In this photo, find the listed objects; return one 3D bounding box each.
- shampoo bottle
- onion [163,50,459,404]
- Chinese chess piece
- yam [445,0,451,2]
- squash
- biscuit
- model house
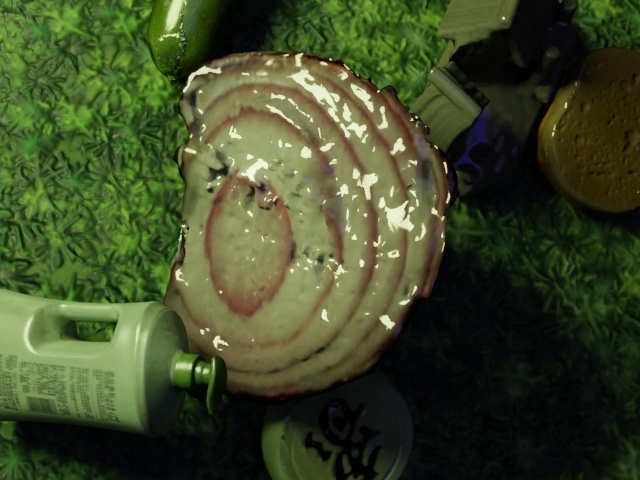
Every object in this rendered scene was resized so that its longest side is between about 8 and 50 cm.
[{"bbox_3d":[-0.188,0.107,1.005,0.234,0.087,0.118,3,88,22],"label":"shampoo bottle"},{"bbox_3d":[0.000,0.000,1.035,0.280,0.146,0.314,11,91,29],"label":"onion"},{"bbox_3d":[0.016,0.180,1.070,0.144,0.058,0.144,-4,100,-21],"label":"Chinese chess piece"},{"bbox_3d":[0.157,-0.291,1.202,0.043,0.043,0.094,25,77,-4],"label":"yam"},{"bbox_3d":[-0.090,-0.309,1.147,0.087,0.087,0.331,23,76,-4],"label":"squash"},{"bbox_3d":[0.299,-0.106,1.185,0.170,0.050,0.170,-1,92,-19],"label":"biscuit"},{"bbox_3d":[0.167,-0.172,1.125,0.122,0.188,0.229,27,77,12],"label":"model house"}]
